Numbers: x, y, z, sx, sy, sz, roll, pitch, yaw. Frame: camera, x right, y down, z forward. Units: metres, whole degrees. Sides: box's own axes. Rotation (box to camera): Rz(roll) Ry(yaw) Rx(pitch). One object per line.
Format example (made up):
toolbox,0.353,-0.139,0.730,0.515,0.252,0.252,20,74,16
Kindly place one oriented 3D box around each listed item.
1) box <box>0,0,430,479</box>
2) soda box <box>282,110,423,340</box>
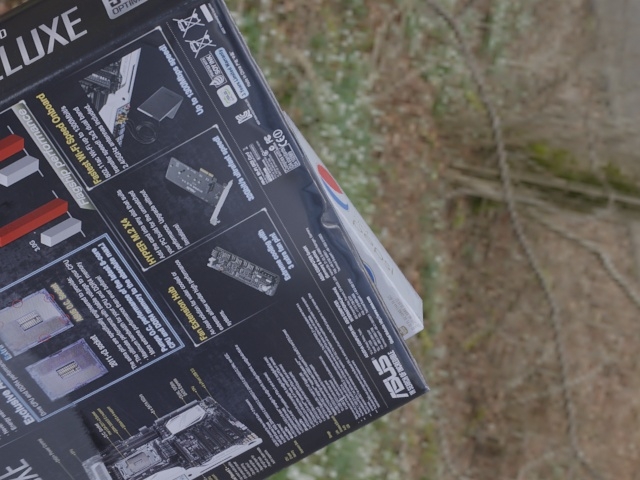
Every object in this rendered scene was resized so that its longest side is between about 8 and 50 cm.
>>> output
box,-0.106,0.024,0.764,0.242,0.076,0.307,-29,131,1
soda box,0.000,0.000,1.250,0.216,0.074,0.069,54,13,-12
